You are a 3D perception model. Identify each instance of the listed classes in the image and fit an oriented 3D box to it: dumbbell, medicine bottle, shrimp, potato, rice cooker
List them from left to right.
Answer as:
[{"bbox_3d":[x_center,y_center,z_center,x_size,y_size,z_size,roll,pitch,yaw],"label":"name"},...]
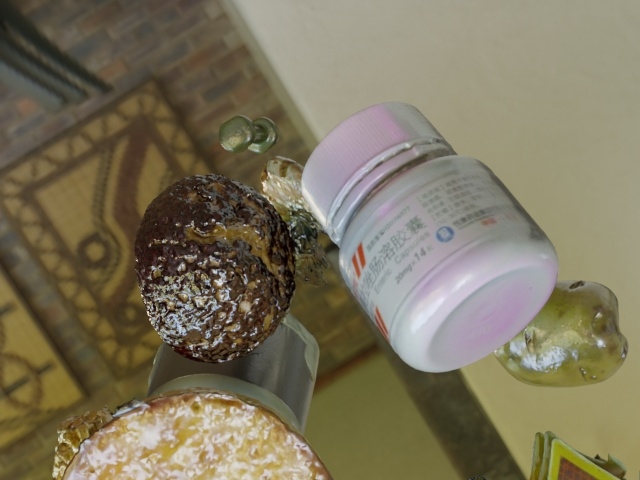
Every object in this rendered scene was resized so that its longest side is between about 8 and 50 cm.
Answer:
[{"bbox_3d":[-0.150,0.252,2.180,0.288,0.288,0.277,-27,-150,26],"label":"rice cooker"},{"bbox_3d":[-0.096,-0.142,1.766,0.052,0.046,0.118,-34,174,15],"label":"dumbbell"},{"bbox_3d":[0.000,0.000,2.120,0.071,0.233,0.365,-45,151,-21],"label":"shrimp"},{"bbox_3d":[0.140,-0.011,1.797,0.256,0.325,0.256,-26,150,-17],"label":"medicine bottle"},{"bbox_3d":[0.352,0.138,1.937,0.200,0.154,0.137,-10,161,32],"label":"potato"}]

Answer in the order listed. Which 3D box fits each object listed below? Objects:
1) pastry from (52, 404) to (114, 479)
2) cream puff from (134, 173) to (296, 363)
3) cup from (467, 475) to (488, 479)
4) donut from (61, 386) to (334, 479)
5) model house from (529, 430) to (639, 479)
[{"bbox_3d":[-0.344,0.359,2.017,0.102,0.250,0.154,22,-153,29],"label":"pastry"},{"bbox_3d":[-0.121,0.035,1.624,0.165,0.239,0.239,-9,-163,22],"label":"cream puff"},{"bbox_3d":[0.288,0.478,2.126,0.113,0.138,0.150,-40,-152,38],"label":"cup"},{"bbox_3d":[-0.151,0.381,1.837,0.435,0.377,0.163,13,-172,-2],"label":"donut"},{"bbox_3d":[0.296,0.422,1.727,0.358,0.313,0.242,-23,169,-2],"label":"model house"}]
